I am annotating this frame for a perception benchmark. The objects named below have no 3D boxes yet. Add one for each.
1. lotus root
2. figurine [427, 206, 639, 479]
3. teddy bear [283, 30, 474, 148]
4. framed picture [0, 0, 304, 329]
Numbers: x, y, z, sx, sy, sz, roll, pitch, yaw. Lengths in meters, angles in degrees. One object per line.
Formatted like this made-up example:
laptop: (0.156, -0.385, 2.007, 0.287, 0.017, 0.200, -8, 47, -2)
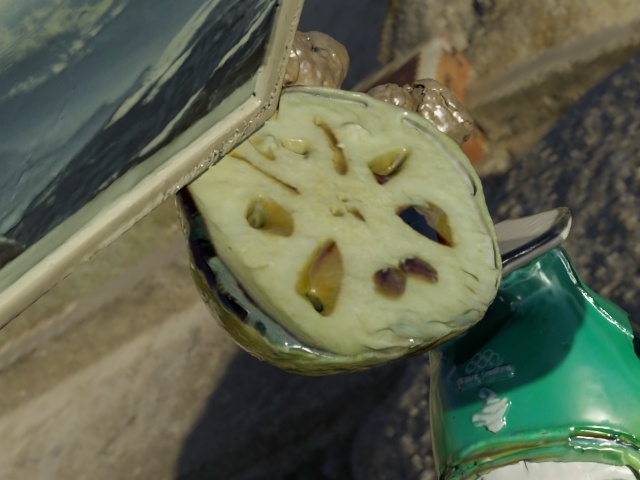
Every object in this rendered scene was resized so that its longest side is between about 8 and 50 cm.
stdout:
lotus root: (0.001, 0.003, 0.776, 0.078, 0.183, 0.204, 116, 154, -44)
figurine: (0.202, 0.160, 1.210, 0.323, 0.340, 0.231, -22, 9, 35)
teddy bear: (0.002, -0.089, 1.083, 0.140, 0.190, 0.177, -52, 15, -15)
framed picture: (-0.086, -0.080, 0.567, 0.335, 0.022, 0.247, -44, -21, -47)
